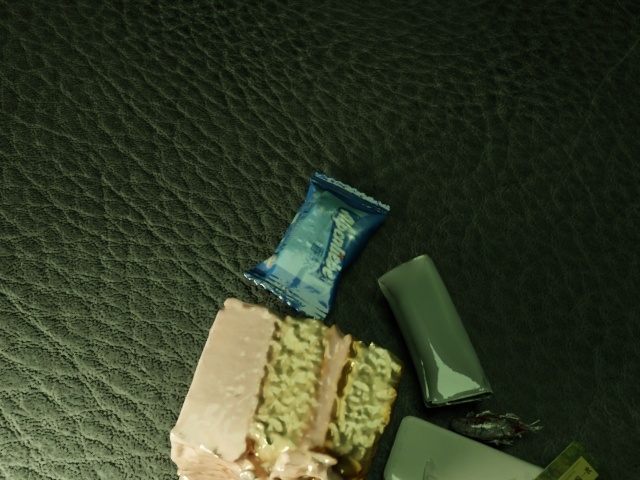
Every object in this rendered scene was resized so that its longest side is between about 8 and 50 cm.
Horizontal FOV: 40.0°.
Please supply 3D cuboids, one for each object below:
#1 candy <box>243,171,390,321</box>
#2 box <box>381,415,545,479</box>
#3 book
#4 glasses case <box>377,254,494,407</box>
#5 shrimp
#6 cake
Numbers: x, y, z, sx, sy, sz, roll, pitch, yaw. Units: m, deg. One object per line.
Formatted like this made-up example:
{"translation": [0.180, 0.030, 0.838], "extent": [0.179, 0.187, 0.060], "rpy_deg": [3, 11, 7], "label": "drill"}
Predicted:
{"translation": [0.000, 0.000, 1.750], "extent": [0.187, 0.077, 0.331], "rpy_deg": [29, 56, 3], "label": "candy"}
{"translation": [0.256, 0.411, 1.513], "extent": [0.285, 0.044, 0.142], "rpy_deg": [21, 53, 7], "label": "box"}
{"translation": [0.464, 0.469, 1.485], "extent": [0.160, 0.024, 0.228], "rpy_deg": [-29, 71, -34], "label": "book"}
{"translation": [0.209, 0.180, 1.646], "extent": [0.128, 0.083, 0.308], "rpy_deg": [-13, 58, -10], "label": "glasses case"}
{"translation": [0.316, 0.333, 1.568], "extent": [0.165, 0.065, 0.057], "rpy_deg": [7, 86, -9], "label": "shrimp"}
{"translation": [-0.059, 0.287, 1.394], "extent": [0.306, 0.314, 0.293], "rpy_deg": [19, 56, 3], "label": "cake"}
